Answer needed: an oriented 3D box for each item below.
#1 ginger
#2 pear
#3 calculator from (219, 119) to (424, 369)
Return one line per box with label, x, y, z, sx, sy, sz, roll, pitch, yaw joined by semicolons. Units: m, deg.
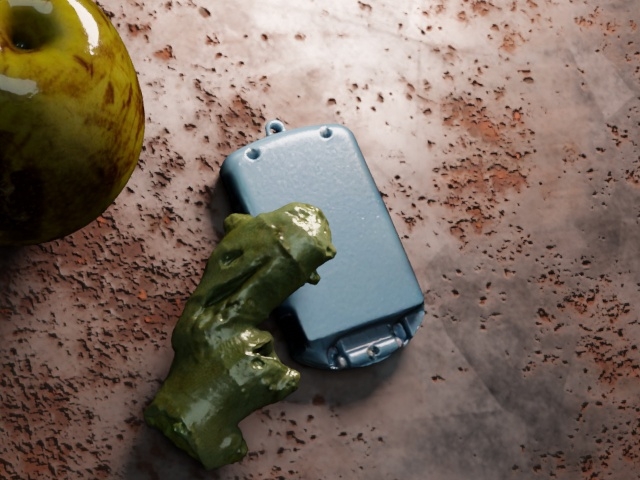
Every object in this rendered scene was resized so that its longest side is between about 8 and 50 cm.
ginger;-0.077;0.093;1.690;0.137;0.089;0.290;11;73;22
pear;-0.302;-0.129;1.613;0.283;0.283;0.283;7;68;-18
calculator;0.000;0.000;1.794;0.173;0.051;0.293;-18;77;-23
